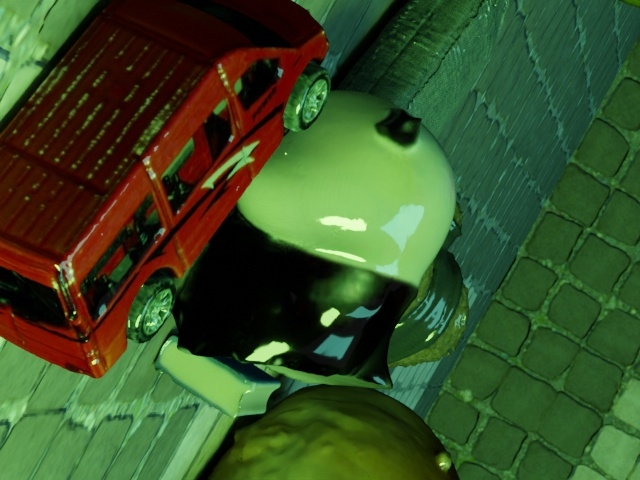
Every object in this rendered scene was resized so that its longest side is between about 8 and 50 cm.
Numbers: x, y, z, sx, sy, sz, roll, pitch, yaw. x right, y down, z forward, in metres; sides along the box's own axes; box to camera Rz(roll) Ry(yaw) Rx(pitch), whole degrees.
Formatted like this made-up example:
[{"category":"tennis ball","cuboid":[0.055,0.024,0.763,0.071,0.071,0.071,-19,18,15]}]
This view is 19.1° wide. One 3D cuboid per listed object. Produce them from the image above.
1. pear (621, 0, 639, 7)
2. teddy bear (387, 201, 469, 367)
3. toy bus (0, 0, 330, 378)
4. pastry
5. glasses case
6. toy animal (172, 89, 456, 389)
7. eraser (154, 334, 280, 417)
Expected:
[{"category":"pear","cuboid":[0.270,-0.277,1.357,0.253,0.253,0.307,-60,178,-4]},{"category":"teddy bear","cuboid":[0.054,0.041,1.480,0.182,0.129,0.251,-61,171,-11]},{"category":"toy bus","cuboid":[-0.072,-0.044,0.782,0.195,0.081,0.089,-54,159,-27]},{"category":"pastry","cuboid":[-0.004,0.317,1.587,0.409,0.245,0.409,-61,168,-23]},{"category":"glasses case","cuboid":[0.051,-0.092,1.278,0.282,0.067,0.109,-51,162,-33]},{"category":"toy animal","cuboid":[0.000,0.000,1.111,0.166,0.138,0.179,3,109,-83]},{"category":"eraser","cuboid":[-0.065,0.084,1.202,0.027,0.063,0.084,-59,169,3]}]
